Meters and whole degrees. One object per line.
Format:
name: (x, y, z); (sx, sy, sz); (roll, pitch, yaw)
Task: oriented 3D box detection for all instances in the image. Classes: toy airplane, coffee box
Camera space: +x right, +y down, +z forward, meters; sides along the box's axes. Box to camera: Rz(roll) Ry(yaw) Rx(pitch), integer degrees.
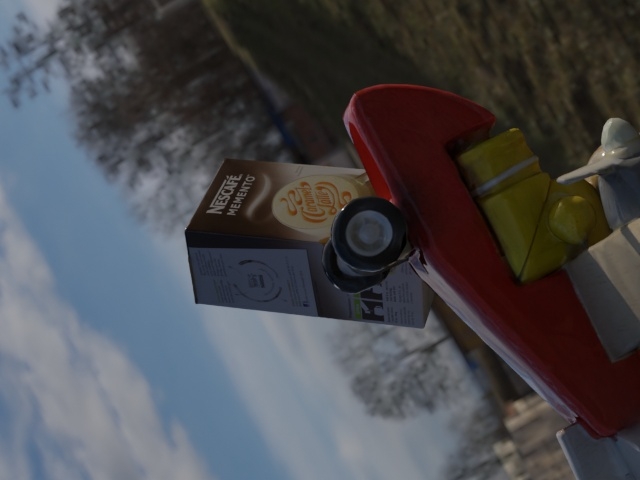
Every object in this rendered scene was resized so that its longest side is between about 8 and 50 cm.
toy airplane: (0.217, 0.035, 1.151); (0.386, 0.272, 0.384); (32, 164, 49)
coffee box: (0.000, 0.000, 1.456); (0.141, 0.247, 0.098); (-67, -23, -50)
